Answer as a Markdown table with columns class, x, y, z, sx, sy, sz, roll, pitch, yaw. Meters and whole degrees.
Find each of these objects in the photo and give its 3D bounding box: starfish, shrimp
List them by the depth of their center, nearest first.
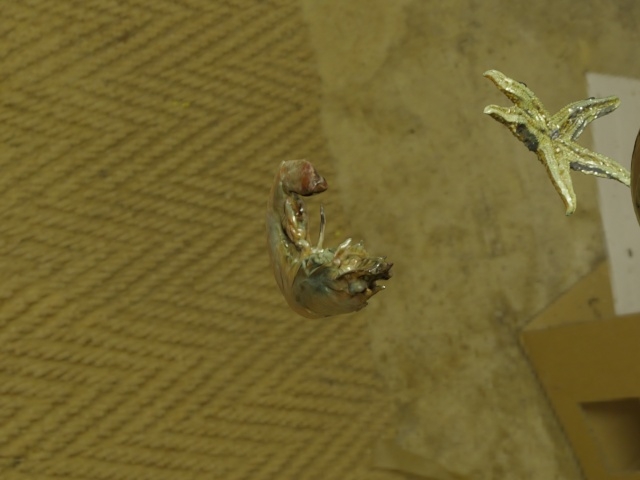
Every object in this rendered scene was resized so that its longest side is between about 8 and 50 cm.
| class | x | y | z | sx | sy | sz | roll | pitch | yaw |
| --- | --- | --- | --- | --- | --- | --- | --- | --- | --- |
| shrimp | -0.002 | 0.001 | 0.956 | 0.052 | 0.251 | 0.143 | -15 | 96 | -25 |
| starfish | 0.257 | -0.102 | 1.221 | 0.208 | 0.053 | 0.176 | 16 | 50 | -15 |

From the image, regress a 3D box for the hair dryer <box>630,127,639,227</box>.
| class | x | y | z | sx | sy | sz | roll | pitch | yaw |
| --- | --- | --- | --- | --- | --- | --- | --- | --- | --- |
| hair dryer | 0.209 | -0.165 | 0.620 | 0.340 | 0.123 | 0.312 | 61 | 39 | -17 |
